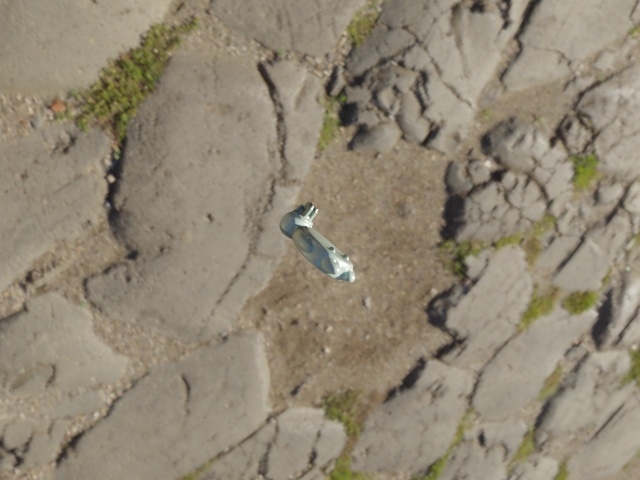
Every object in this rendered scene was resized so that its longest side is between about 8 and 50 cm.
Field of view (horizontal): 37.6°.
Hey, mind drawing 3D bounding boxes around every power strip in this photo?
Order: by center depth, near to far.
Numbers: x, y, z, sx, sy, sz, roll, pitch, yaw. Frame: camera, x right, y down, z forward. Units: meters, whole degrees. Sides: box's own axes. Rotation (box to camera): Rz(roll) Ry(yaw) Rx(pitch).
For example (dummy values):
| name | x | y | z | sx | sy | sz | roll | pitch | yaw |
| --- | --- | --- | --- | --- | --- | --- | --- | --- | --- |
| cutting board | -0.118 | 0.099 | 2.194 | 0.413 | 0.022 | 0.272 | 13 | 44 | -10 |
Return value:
| name | x | y | z | sx | sy | sz | roll | pitch | yaw |
| --- | --- | --- | --- | --- | --- | --- | --- | --- | --- |
| power strip | 0.000 | 0.000 | 0.750 | 0.035 | 0.083 | 0.055 | -52 | 140 | 8 |
